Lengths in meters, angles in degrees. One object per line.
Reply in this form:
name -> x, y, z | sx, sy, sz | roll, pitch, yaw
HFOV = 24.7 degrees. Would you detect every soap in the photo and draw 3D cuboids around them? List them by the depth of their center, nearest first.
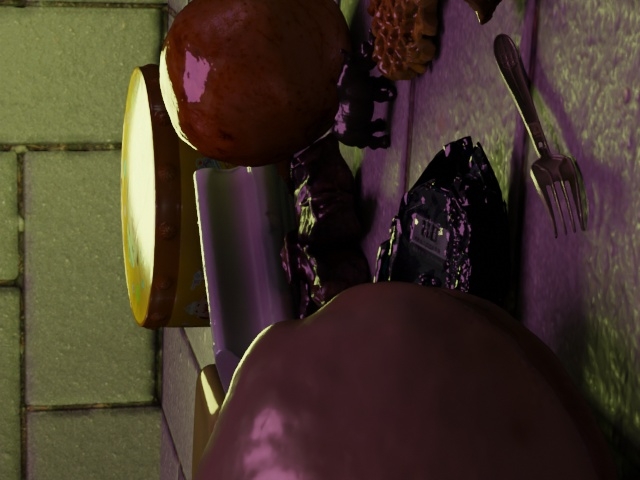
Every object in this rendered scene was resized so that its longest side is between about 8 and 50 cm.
soap -> -0.071, 0.089, 1.895 | 0.208, 0.115, 0.347 | 59, -161, -61

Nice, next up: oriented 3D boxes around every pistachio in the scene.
pistachio -> 0.058, 0.248, 1.100 | 0.281, 0.365, 0.446 | -10, -81, -59

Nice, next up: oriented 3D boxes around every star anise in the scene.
star anise -> 0.001, 0.007, 1.756 | 0.214, 0.098, 0.220 | 92, 170, -58

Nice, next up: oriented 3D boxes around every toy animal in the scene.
toy animal -> 0.048, -0.167, 1.607 | 0.047, 0.065, 0.136 | -116, 29, -59

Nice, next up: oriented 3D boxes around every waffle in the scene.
waffle -> 0.085, -0.252, 1.497 | 0.191, 0.038, 0.191 | 179, 90, -77

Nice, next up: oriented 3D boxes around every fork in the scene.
fork -> 0.172, -0.095, 1.170 | 0.028, 0.034, 0.219 | 64, -168, -49

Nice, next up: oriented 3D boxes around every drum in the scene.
drum -> -0.184, -0.068, 2.279 | 0.431, 0.214, 0.431 | 180, 90, -76

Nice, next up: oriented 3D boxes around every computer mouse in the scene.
computer mouse -> 0.116, 0.026, 1.293 | 0.146, 0.077, 0.242 | 33, 119, 50

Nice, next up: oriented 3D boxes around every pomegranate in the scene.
pomegranate -> -0.077, -0.209, 1.769 | 0.248, 0.248, 0.248 | 179, 90, -77

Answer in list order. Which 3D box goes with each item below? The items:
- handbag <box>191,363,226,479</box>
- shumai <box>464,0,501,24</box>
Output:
handbag -> -0.103, 0.351, 2.120 | 0.283, 0.149, 0.302 | -119, 33, -68
shumai -> 0.140, -0.260, 1.203 | 0.123, 0.105, 0.139 | -30, 62, 24
